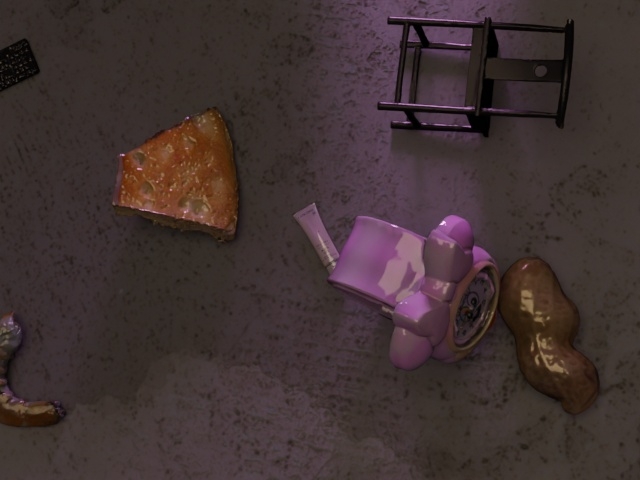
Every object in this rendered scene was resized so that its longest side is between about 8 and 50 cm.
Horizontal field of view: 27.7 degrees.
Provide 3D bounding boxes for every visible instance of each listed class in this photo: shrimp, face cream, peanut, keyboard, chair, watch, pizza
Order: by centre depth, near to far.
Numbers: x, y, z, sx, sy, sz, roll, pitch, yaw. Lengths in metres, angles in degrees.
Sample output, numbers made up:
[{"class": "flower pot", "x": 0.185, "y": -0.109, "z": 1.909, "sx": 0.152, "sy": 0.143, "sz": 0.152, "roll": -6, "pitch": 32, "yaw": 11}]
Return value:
[{"class": "watch", "x": 0.109, "y": 0.061, "z": 1.758, "sx": 0.218, "sy": 0.248, "sz": 0.210, "roll": 21, "pitch": 84, "yaw": 32}, {"class": "peanut", "x": 0.313, "y": 0.132, "z": 1.796, "sx": 0.104, "sy": 0.085, "sz": 0.227, "roll": -18, "pitch": 80, "yaw": 5}, {"class": "chair", "x": 0.224, "y": -0.231, "z": 1.836, "sx": 0.260, "sy": 0.141, "sz": 0.154, "roll": 5, "pitch": 83, "yaw": 13}, {"class": "face cream", "x": 0.000, "y": 0.000, "z": 1.907, "sx": 0.038, "sy": 0.020, "sz": 0.115, "roll": -30, "pitch": 75, "yaw": 6}, {"class": "pizza", "x": -0.212, "y": -0.104, "z": 1.939, "sx": 0.188, "sy": 0.080, "sz": 0.204, "roll": 7, "pitch": 72, "yaw": -11}, {"class": "shrimp", "x": -0.447, "y": 0.200, "z": 1.949, "sx": 0.166, "sy": 0.049, "sz": 0.161, "roll": 21, "pitch": 89, "yaw": 11}, {"class": "keyboard", "x": -0.543, "y": -0.249, "z": 2.047, "sx": 0.204, "sy": 0.013, "sz": 0.061, "roll": -24, "pitch": 79, "yaw": 6}]
